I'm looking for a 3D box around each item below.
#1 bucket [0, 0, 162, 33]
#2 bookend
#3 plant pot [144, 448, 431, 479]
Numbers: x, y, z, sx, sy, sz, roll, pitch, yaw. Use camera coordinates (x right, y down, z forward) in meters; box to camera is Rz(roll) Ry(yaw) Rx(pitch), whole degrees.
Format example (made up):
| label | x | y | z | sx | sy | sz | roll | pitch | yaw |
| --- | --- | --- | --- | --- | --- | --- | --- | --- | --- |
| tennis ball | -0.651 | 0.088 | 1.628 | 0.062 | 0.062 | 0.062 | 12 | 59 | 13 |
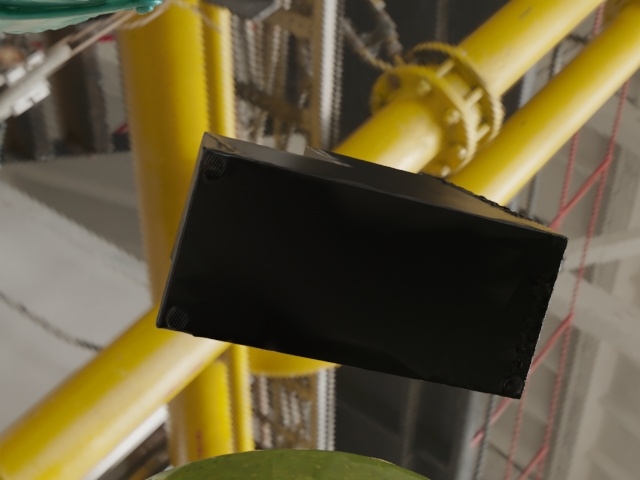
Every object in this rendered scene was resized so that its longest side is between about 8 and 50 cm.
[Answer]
| label | x | y | z | sx | sy | sz | roll | pitch | yaw |
| --- | --- | --- | --- | --- | --- | --- | --- | --- | --- |
| bucket | -0.142 | -0.234 | 0.631 | 0.281 | 0.281 | 0.183 | 55 | -23 | -11 |
| bookend | 0.000 | 0.000 | 0.579 | 0.156 | 0.157 | 0.072 | -142 | -113 | -70 |
| plant pot | -0.005 | 0.214 | 0.336 | 0.274 | 0.293 | 0.275 | -2 | -44 | -2 |
